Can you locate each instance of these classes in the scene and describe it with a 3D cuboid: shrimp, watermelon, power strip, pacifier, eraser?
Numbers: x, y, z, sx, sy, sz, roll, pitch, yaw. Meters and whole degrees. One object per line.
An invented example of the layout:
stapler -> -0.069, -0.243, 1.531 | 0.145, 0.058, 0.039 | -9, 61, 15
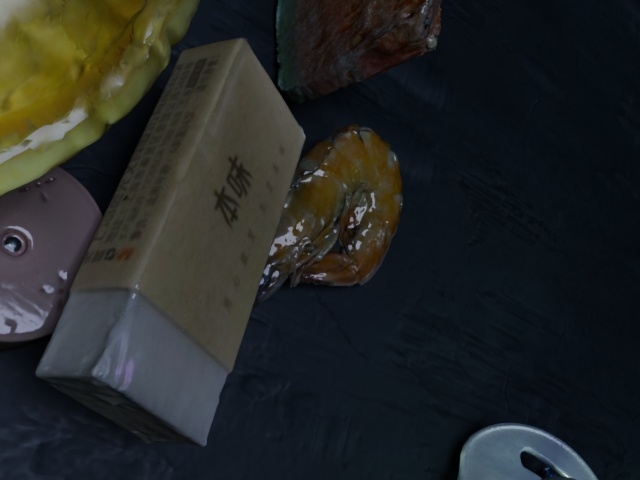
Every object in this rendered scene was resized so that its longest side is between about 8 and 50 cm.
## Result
shrimp -> 0.000, 0.000, 0.738 | 0.317, 0.062, 0.164 | -49, 114, -33
watermelon -> 0.066, -0.255, 0.732 | 0.140, 0.257, 0.193 | 4, 83, -35
power strip -> -0.249, 0.012, 0.538 | 0.154, 0.078, 0.154 | 13, 69, -37
pacifier -> 0.234, 0.312, 0.717 | 0.227, 0.207, 0.279 | 33, 54, 16
eraser -> -0.109, -0.011, 0.592 | 0.144, 0.078, 0.343 | 54, 41, -46

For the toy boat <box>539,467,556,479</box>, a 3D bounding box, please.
toy boat -> 0.280, 0.380, 0.834 | 0.084, 0.066, 0.210 | 33, 51, -21

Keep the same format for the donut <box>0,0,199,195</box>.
donut -> -0.288, -0.218, 0.453 | 0.449, 0.198, 0.449 | 6, 66, -14
